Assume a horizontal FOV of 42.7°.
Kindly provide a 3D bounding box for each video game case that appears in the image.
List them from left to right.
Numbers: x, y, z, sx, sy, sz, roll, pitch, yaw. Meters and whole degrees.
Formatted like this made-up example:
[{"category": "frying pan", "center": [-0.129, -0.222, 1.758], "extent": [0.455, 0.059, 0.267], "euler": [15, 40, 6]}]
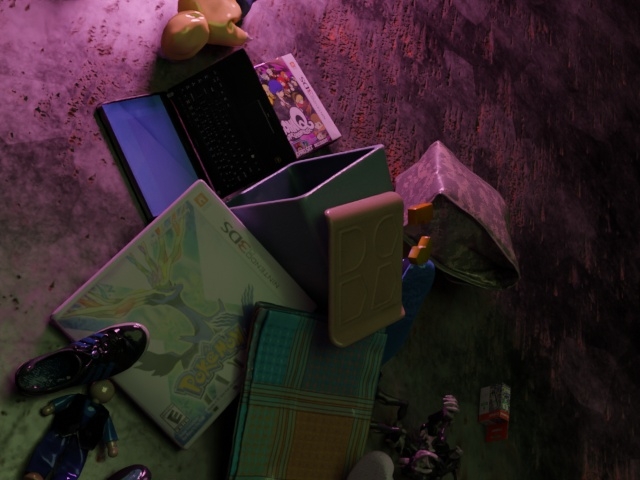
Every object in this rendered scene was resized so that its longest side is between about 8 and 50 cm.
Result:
[{"category": "video game case", "center": [-0.209, 0.116, 1.329], "extent": [0.300, 0.036, 0.329], "euler": [48, 68, -10]}, {"category": "video game case", "center": [-0.089, -0.258, 1.663], "extent": [0.232, 0.042, 0.210], "euler": [-31, 89, -43]}]

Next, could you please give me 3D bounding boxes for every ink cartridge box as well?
[{"category": "ink cartridge box", "center": [0.365, 0.362, 1.723], "extent": [0.029, 0.063, 0.115], "euler": [30, 54, -26]}]

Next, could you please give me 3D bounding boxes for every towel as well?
[{"category": "towel", "center": [-0.022, 0.303, 1.371], "extent": [0.271, 0.040, 0.370], "euler": [13, 84, -33]}]

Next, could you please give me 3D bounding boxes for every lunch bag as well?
[{"category": "lunch bag", "center": [0.303, -0.035, 1.754], "extent": [0.287, 0.169, 0.235], "euler": [37, 30, -18]}]

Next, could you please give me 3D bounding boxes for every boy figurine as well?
[{"category": "boy figurine", "center": [-0.212, -0.446, 1.620], "extent": [0.177, 0.092, 0.285], "euler": [43, 50, -16]}]

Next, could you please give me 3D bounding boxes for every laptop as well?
[{"category": "laptop", "center": [-0.218, -0.194, 1.464], "extent": [0.234, 0.264, 0.136], "euler": [65, 11, 4]}]

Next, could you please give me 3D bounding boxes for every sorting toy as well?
[{"category": "sorting toy", "center": [0.102, 0.034, 1.421], "extent": [0.307, 0.041, 0.229], "euler": [-18, 109, -50]}]

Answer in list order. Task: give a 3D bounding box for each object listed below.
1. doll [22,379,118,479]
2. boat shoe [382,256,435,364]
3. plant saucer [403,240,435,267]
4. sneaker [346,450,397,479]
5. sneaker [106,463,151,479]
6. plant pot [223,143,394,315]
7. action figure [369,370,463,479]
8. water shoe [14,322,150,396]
[{"category": "doll", "center": [-0.353, 0.284, 1.196], "extent": [0.129, 0.046, 0.189], "euler": [32, 46, -12]}, {"category": "boat shoe", "center": [0.135, 0.146, 1.589], "extent": [0.109, 0.089, 0.258], "euler": [42, 83, -17]}, {"category": "plant saucer", "center": [0.138, 0.052, 1.698], "extent": [0.188, 0.045, 0.188], "euler": [43, 49, -15]}, {"category": "sneaker", "center": [0.121, 0.474, 1.421], "extent": [0.153, 0.101, 0.268], "euler": [-16, 108, -51]}, {"category": "sneaker", "center": [-0.300, 0.432, 1.167], "extent": [0.098, 0.083, 0.223], "euler": [60, 45, -32]}, {"category": "plant pot", "center": [0.000, 0.000, 1.488], "extent": [0.248, 0.247, 0.252], "euler": [-37, 111, -43]}, {"category": "action figure", "center": [0.185, 0.368, 1.527], "extent": [0.276, 0.141, 0.164], "euler": [36, 50, -16]}, {"category": "water shoe", "center": [-0.341, 0.179, 1.198], "extent": [0.203, 0.080, 0.073], "euler": [-22, 93, -23]}]
